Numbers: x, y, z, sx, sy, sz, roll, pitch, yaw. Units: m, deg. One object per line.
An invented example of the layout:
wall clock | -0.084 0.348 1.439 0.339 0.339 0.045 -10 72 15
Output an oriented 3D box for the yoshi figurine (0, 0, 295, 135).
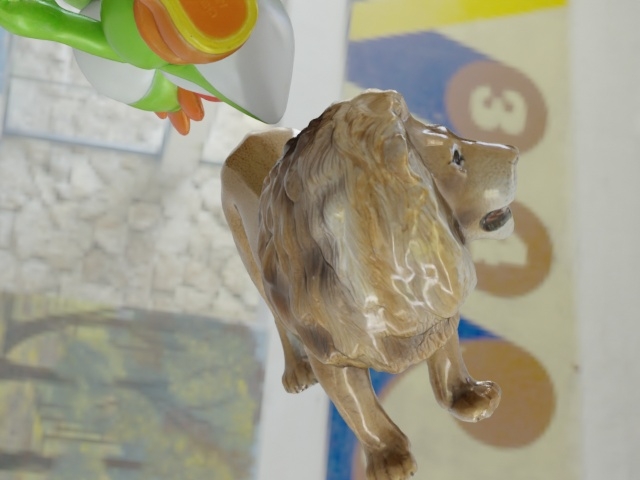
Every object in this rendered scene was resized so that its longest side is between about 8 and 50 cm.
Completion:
yoshi figurine | -0.117 -0.193 0.943 0.362 0.204 0.203 172 -69 -69

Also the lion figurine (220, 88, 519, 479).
lion figurine | 0.000 0.000 0.902 0.392 0.142 0.240 25 -36 62
